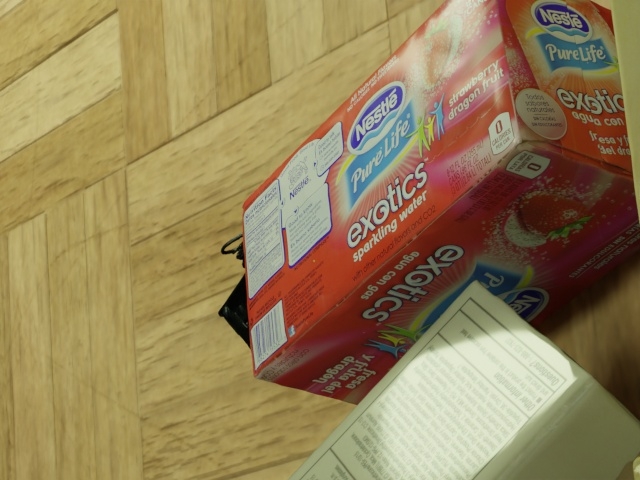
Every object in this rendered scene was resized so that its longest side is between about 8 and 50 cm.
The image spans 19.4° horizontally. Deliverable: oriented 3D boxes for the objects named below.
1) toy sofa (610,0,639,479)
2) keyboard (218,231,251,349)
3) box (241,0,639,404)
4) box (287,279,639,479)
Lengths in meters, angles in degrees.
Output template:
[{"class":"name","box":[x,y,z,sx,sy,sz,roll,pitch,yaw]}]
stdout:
[{"class":"toy sofa","box":[0.224,-0.054,0.873,0.150,0.177,0.362,-13,71,28]},{"class":"keyboard","box":[0.000,0.000,1.248,0.100,0.038,0.192,49,125,17]},{"class":"box","box":[0.072,-0.020,1.052,0.257,0.123,0.128,-43,41,41]},{"class":"box","box":[0.037,0.188,0.953,0.311,0.121,0.148,-47,28,2]}]
